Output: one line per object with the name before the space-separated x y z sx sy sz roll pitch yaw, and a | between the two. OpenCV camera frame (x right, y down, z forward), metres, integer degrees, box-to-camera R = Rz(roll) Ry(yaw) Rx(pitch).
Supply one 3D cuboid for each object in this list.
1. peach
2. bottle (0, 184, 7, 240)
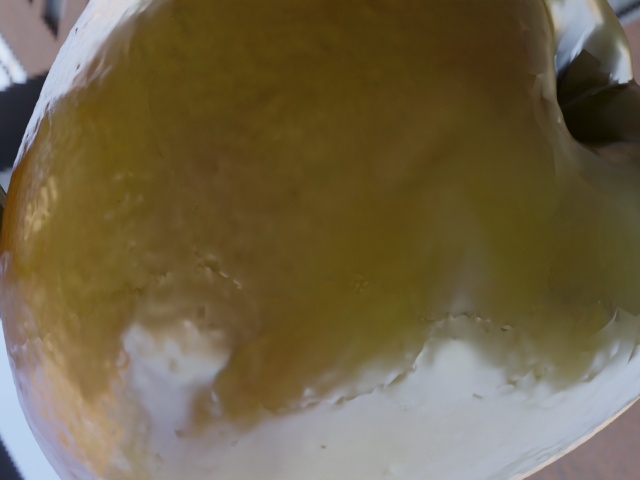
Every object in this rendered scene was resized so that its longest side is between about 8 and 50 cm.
peach | -0.004 -0.003 0.671 0.289 0.308 0.289 44 -150 -34
bottle | -0.199 -0.048 0.700 0.269 0.083 0.083 46 -153 -33
